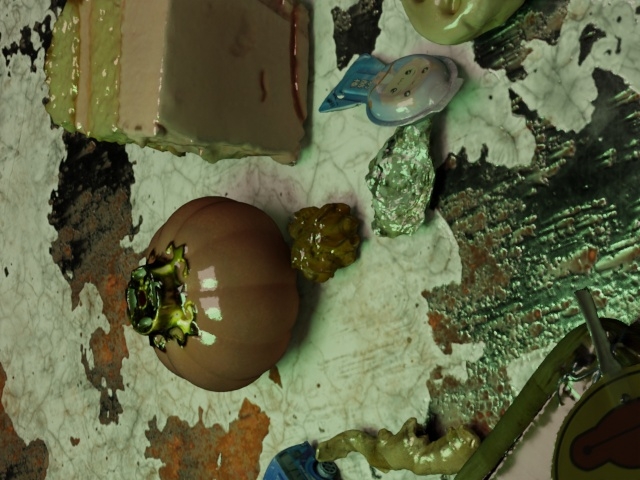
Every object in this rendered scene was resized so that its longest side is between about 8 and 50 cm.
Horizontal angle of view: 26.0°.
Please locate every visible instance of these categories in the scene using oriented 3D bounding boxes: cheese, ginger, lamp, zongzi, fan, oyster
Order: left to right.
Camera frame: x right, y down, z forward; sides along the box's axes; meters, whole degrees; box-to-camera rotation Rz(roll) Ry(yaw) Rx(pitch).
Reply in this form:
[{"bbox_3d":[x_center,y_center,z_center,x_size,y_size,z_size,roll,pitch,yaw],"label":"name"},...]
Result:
[{"bbox_3d":[-0.173,0.083,2.126,0.305,0.239,0.305,4,95,54],"label":"lamp"},{"bbox_3d":[0.101,-0.211,1.919,0.244,0.052,0.135,15,61,51],"label":"cheese"},{"bbox_3d":[0.106,0.290,1.946,0.288,0.075,0.089,-5,110,44],"label":"ginger"},{"bbox_3d":[0.113,-0.090,1.936,0.125,0.064,0.177,8,95,41],"label":"oyster"},{"bbox_3d":[0.194,-0.369,1.794,0.218,0.117,0.235,11,98,47],"label":"cheese"},{"bbox_3d":[0.352,0.204,1.550,0.011,0.229,0.335,-142,29,-78],"label":"fan"},{"bbox_3d":[0.370,0.297,1.617,0.360,0.160,0.323,38,107,14],"label":"zongzi"}]

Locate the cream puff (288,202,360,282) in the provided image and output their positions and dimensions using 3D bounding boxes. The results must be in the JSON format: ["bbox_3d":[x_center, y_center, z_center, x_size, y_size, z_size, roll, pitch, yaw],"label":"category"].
[{"bbox_3d":[0.000,0.000,2.041,0.116,0.094,0.122,37,122,44],"label":"cream puff"}]

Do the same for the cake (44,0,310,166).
[{"bbox_3d":[-0.217,-0.271,2.121,0.306,0.314,0.293,10,97,50],"label":"cake"}]

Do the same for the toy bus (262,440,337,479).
[{"bbox_3d":[0.002,0.406,2.048,0.236,0.094,0.079,52,127,34],"label":"toy bus"}]
